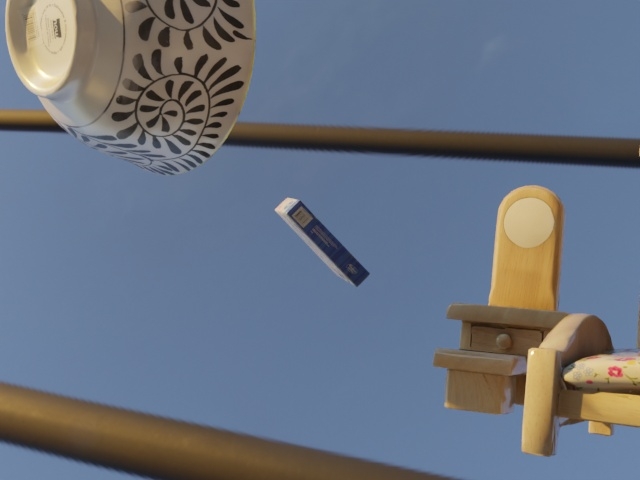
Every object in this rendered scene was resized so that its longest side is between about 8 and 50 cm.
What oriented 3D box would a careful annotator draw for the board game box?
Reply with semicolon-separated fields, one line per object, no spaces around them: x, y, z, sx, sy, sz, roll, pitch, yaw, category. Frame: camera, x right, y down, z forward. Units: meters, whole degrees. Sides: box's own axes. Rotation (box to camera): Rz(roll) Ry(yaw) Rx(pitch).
0.000;0.000;0.835;0.020;0.090;0.090;-44;-80;-5;board game box

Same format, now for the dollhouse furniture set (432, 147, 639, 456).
0.165;0.009;0.419;0.303;0.355;0.173;3;-96;26;dollhouse furniture set

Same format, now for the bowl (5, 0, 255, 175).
-0.121;-0.118;0.515;0.170;0.080;0.170;9;-77;42;bowl
